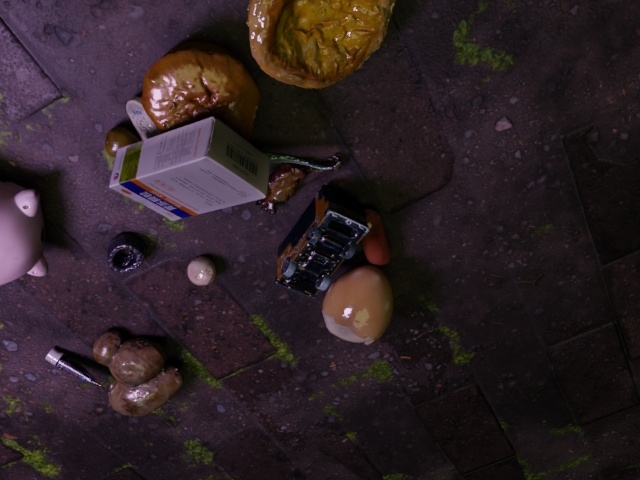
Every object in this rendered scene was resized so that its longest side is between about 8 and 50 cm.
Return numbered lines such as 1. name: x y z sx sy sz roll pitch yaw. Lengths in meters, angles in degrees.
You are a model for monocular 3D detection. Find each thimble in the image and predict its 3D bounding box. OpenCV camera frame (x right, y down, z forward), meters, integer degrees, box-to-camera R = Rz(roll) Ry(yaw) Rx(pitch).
1. thimble: -0.525 0.034 1.661 0.104 0.066 0.095 -23 127 11

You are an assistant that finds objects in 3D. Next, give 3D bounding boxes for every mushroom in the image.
1. mushroom: -0.330 0.085 1.721 0.083 0.067 0.084 2 98 17

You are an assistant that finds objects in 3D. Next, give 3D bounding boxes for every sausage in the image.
1. sausage: 0.147 -0.006 1.706 0.077 0.077 0.194 -17 127 6

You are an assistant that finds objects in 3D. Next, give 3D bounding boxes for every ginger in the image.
1. ginger: -0.556 0.395 1.878 0.244 0.155 0.304 -8 118 8

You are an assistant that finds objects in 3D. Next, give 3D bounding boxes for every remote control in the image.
1. remote control: -0.392 -0.244 1.479 0.078 0.042 0.221 8 135 34

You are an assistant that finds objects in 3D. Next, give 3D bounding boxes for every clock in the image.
1. clock: -0.865 -0.015 1.472 0.376 0.250 0.368 5 125 -9

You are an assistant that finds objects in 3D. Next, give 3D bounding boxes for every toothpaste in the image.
1. toothpaste: -0.738 0.394 1.872 0.193 0.045 0.071 34 158 -4

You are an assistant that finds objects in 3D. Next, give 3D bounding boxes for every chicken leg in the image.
1. chicken leg: -0.063 -0.158 1.587 0.253 0.051 0.106 -29 130 13

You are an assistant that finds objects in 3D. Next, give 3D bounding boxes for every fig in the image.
1. fig: -0.468 -0.232 1.474 0.088 0.074 0.074 2 129 -38

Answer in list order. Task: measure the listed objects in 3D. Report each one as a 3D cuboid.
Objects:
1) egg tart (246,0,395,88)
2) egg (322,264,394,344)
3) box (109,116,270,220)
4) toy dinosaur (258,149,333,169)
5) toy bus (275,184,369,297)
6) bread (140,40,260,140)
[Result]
1. egg tart: -0.005 -0.478 1.292 0.341 0.129 0.341 -15 134 -16
2. egg: 0.112 0.181 1.760 0.201 0.201 0.244 16 113 -17
3. box: -0.290 -0.150 1.378 0.299 0.106 0.200 -12 153 31
4. toy dinosaur: -0.164 -0.169 1.539 0.382 0.076 0.129 7 127 -1
5. toy bus: 0.000 0.000 1.637 0.138 0.167 0.275 24 124 -21
6. bread: -0.262 -0.325 1.385 0.268 0.146 0.268 -5 129 -7
